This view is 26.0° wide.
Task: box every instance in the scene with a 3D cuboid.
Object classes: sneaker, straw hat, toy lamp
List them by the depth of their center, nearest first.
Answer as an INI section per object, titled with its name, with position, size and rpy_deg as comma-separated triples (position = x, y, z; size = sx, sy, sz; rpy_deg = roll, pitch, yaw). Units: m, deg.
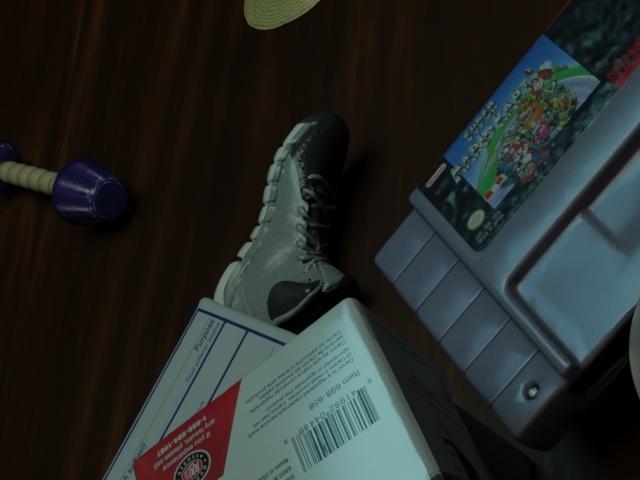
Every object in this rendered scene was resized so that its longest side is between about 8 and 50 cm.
[sneaker]
position = 0.000, 0.000, 1.274
size = 0.132, 0.086, 0.228
rpy_deg = 24, 90, 44
[straw hat]
position = -0.048, -0.309, 1.545
size = 0.144, 0.061, 0.144
rpy_deg = -25, 47, 30
[toy lamp]
position = -0.315, -0.068, 1.612
size = 0.275, 0.080, 0.080
rpy_deg = 18, 75, 49

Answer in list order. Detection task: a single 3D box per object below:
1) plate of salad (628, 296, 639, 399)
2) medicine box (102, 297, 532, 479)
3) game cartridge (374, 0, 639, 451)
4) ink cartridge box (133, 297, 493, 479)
[plate of salad]
position = 0.291, 0.082, 0.868
size = 0.200, 0.200, 0.048
rpy_deg = -21, 9, 31
[medicine box]
position = -0.030, 0.219, 1.083
size = 0.289, 0.149, 0.263
rpy_deg = 17, 75, 48
[game cartridge]
position = 0.202, -0.054, 0.988
size = 0.355, 0.068, 0.230
rpy_deg = -51, 47, 13
[ink cartridge box]
position = 0.017, 0.205, 0.855
size = 0.197, 0.114, 0.273
rpy_deg = -38, 44, 13
